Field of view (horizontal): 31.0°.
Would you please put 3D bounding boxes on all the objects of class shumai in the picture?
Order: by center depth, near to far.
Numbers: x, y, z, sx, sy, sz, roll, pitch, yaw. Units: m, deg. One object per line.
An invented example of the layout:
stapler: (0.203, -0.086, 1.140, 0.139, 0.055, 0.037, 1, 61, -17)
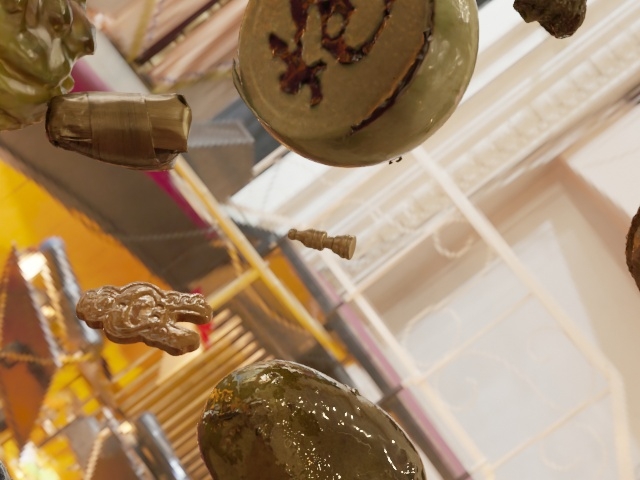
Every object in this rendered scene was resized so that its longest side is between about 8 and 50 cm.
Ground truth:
shumai: (0.278, -0.292, 1.421, 0.083, 0.081, 0.082, 112, -30, -46)

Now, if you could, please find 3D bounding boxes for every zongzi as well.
zongzi: (-0.233, -0.115, 1.308, 0.176, 0.160, 0.078, 143, -49, -71)

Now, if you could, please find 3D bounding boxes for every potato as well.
potato: (-0.003, 0.295, 1.478, 0.359, 0.219, 0.269, 55, 31, -18)

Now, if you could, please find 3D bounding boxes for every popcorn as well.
popcorn: (-0.389, -0.252, 1.270, 0.293, 0.237, 0.292, 40, 44, -54)

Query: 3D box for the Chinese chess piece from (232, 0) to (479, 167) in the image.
Chinese chess piece: (0.045, -0.274, 1.583, 0.146, 0.349, 0.349, 19, 29, -53)

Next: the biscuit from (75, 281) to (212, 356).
biscuit: (-0.310, 0.128, 2.013, 0.144, 0.236, 0.040, -66, 166, -52)

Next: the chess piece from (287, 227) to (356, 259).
chess piece: (0.000, 0.000, 1.556, 0.092, 0.035, 0.035, 13, -10, 14)

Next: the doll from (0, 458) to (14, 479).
doll: (-0.388, 0.289, 1.237, 0.141, 0.177, 0.314, 22, 28, -39)

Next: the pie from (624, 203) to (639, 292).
pie: (0.442, -0.035, 1.104, 0.315, 0.315, 0.092, 51, 4, -44)
